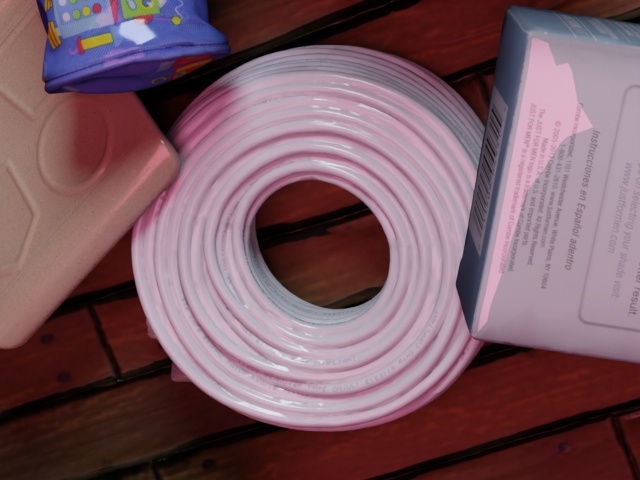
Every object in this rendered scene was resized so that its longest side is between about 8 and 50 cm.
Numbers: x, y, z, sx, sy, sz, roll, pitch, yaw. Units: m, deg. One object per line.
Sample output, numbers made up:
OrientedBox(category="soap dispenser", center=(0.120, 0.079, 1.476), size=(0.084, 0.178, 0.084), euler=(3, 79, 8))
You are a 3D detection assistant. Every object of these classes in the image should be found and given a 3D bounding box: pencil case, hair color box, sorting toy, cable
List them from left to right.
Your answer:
OrientedBox(category="sorting toy", center=(-0.201, -0.060, 1.235), size=(0.193, 0.038, 0.208), euler=(-46, 62, 19))
OrientedBox(category="pencil case", center=(-0.142, -0.240, 1.134), size=(0.119, 0.133, 0.306), euler=(-11, 86, -11))
OrientedBox(category="cable", center=(0.000, 0.000, 1.207), size=(0.257, 0.089, 0.257), euler=(7, 105, 11))
OrientedBox(category="hair color box", center=(0.283, -0.016, 1.085), size=(0.374, 0.113, 0.185), euler=(9, 105, -3))
